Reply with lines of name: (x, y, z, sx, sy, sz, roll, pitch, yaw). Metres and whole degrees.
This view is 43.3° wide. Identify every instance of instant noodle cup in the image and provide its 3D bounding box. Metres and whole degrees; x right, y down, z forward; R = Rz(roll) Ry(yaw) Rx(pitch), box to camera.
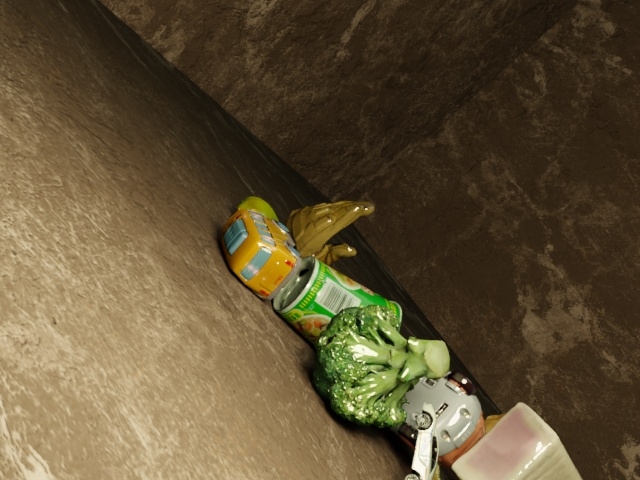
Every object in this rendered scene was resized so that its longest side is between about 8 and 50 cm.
instant noodle cup: (0.027, 0.158, 1.757, 0.233, 0.207, 0.207, 38, 11, -20)

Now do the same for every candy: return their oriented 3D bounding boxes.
candy: (0.441, 0.526, 1.665, 0.358, 0.208, 0.145, 57, -12, -30)

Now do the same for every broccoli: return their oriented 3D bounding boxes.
broccoli: (0.116, 0.246, 1.557, 0.270, 0.270, 0.270, 20, 64, -48)

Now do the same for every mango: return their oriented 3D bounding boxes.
mango: (-0.152, -0.043, 2.055, 0.163, 0.089, 0.117, 54, 10, 32)

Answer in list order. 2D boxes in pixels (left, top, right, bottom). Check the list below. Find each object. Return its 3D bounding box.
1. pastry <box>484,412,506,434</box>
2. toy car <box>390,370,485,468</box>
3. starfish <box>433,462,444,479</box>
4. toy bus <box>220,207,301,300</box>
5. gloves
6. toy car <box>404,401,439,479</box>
pastry: (0.486, 0.562, 1.929, 0.284, 0.184, 0.315, 45, 36, -40)
toy car: (0.230, 0.371, 1.728, 0.270, 0.180, 0.212, 31, -20, 47)
starfish: (0.323, 0.577, 1.580, 0.358, 0.078, 0.347, 43, -15, 33)
toy bus: (-0.139, 0.018, 1.727, 0.136, 0.126, 0.209, 34, 14, -31)
gloves: (-0.015, -0.006, 1.832, 0.141, 0.331, 0.154, 32, 45, -18)
toy car: (0.192, 0.402, 1.503, 0.056, 0.205, 0.095, 10, -31, 11)
